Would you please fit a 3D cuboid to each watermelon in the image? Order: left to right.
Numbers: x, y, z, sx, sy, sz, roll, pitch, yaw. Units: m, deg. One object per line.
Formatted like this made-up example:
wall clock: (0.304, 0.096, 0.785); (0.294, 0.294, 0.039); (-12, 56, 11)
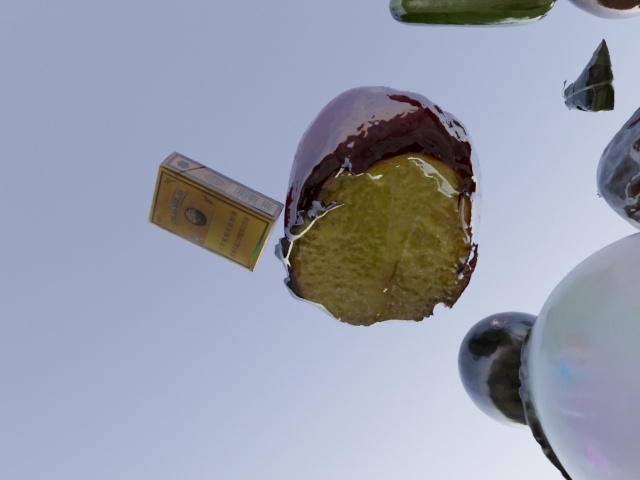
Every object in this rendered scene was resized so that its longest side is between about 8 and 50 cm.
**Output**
watermelon: (0.355, 0.231, 0.836); (0.212, 0.212, 0.212); (-5, -74, -18)

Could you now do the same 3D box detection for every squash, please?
squash: (0.214, -0.347, 0.677); (0.069, 0.239, 0.069); (-40, -43, -54)

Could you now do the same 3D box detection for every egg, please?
egg: (0.405, 0.141, 0.422); (0.355, 0.340, 0.354); (-1, -102, 5)

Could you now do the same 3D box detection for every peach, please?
peach: (0.101, -0.040, 0.827); (0.339, 0.353, 0.416); (15, -87, -2)

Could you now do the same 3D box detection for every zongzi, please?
zongzi: (0.461, -0.284, 0.806); (0.055, 0.109, 0.119); (-13, -70, 1)

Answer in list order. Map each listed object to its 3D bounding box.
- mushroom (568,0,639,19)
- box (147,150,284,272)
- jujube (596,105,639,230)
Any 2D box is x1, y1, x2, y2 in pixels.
mushroom: (0.755, -0.751, 1.215); (0.346, 0.345, 0.259); (-2, -42, -19)
box: (-0.265, -0.067, 1.168); (0.302, 0.084, 0.192); (26, -52, -3)
jujube: (0.592, -0.147, 0.695); (0.247, 0.215, 0.308); (-11, -36, -42)
